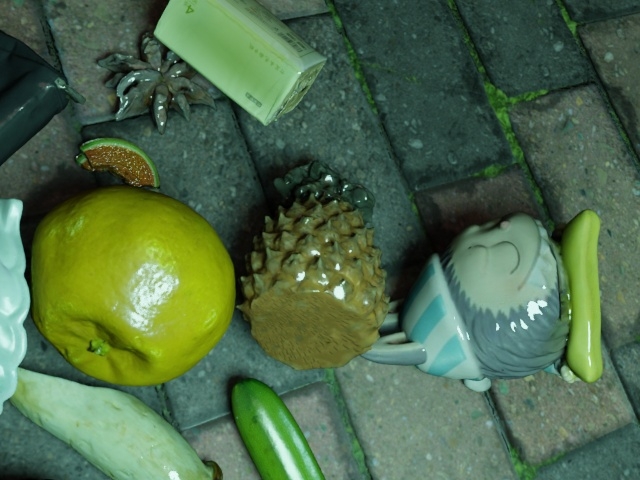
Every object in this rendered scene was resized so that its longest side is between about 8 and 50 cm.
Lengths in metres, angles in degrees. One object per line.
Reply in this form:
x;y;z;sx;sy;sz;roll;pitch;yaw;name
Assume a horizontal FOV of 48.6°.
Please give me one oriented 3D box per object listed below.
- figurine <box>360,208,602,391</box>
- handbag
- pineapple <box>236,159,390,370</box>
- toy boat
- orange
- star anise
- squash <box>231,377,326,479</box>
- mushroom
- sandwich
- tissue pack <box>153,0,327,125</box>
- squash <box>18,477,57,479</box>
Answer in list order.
0.241;0.104;1.114;0.378;0.361;0.266;0;66;19;figurine
-0.506;-0.146;0.983;0.275;0.178;0.302;30;65;11;handbag
0.002;0.000;1.069;0.223;0.223;0.357;17;44;-10;pineapple
-0.449;0.084;0.896;0.100;0.199;0.290;18;74;-50;toy boat
-0.249;0.062;0.935;0.279;0.279;0.235;28;54;-6;orange
-0.258;-0.264;1.150;0.182;0.065;0.195;-15;69;-25;star anise
-0.045;0.328;1.011;0.082;0.082;0.292;-26;83;-22;squash
-0.281;0.261;0.966;0.333;0.087;0.107;38;68;1;mushroom
-0.309;-0.120;1.108;0.135;0.029;0.067;25;73;-8;sandwich
-0.123;-0.309;1.141;0.234;0.125;0.159;38;27;-2;tissue pack
-0.361;0.397;0.849;0.218;0.172;0.218;-1;74;4;squash
